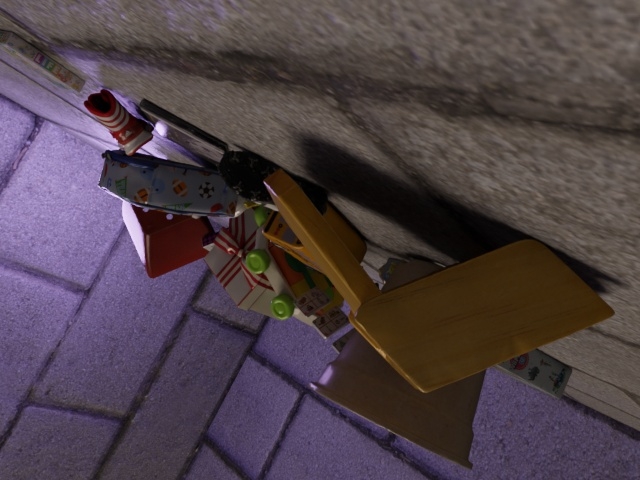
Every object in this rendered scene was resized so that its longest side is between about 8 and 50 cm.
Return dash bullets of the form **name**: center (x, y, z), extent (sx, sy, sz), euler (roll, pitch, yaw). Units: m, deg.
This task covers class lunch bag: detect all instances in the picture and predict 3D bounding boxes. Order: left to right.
- **lunch bag**: center (-0.350, -0.134, 1.341), extent (0.303, 0.115, 0.243), euler (11, -173, -34)

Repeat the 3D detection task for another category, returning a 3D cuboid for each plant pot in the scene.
- **plant pot**: center (-0.507, -0.073, 1.946), extent (0.267, 0.267, 0.235), euler (61, 164, 18)
- **plant pot**: center (0.192, 0.217, 1.127), extent (0.334, 0.305, 0.334), euler (26, 168, 6)

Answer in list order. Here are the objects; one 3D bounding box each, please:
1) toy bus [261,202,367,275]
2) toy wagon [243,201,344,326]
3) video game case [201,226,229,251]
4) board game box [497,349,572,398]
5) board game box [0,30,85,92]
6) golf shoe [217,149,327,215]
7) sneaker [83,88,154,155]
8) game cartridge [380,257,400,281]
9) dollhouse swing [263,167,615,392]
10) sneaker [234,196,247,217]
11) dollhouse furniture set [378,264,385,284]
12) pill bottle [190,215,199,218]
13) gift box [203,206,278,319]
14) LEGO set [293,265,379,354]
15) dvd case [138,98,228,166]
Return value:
- **toy bus**: center (0.000, 0.000, 1.200), extent (0.130, 0.108, 0.333), euler (23, 172, 26)
- **toy wagon**: center (-0.070, 0.035, 1.414), extent (0.344, 0.068, 0.267), euler (61, -149, 3)
- **video game case**: center (-0.243, 0.001, 1.968), extent (0.232, 0.041, 0.210), euler (-22, 153, 18)
- **board game box**: center (0.512, 0.317, 1.654), extent (0.303, 0.097, 0.224), euler (28, 174, -15)
- **board game box**: center (-0.542, -0.342, 1.120), extent (0.103, 0.026, 0.154), euler (23, 172, 41)
- **golf shoe**: center (-0.083, -0.084, 0.997), extent (0.198, 0.077, 0.094), euler (29, 175, 3)
- **sneaker**: center (-0.403, -0.250, 1.171), extent (0.128, 0.087, 0.221), euler (55, 167, -26)
- **game cartridge**: center (0.164, 0.071, 1.302), extent (0.017, 0.056, 0.083), euler (22, 176, -24)
- **dollhouse swing**: center (0.132, 0.014, 0.802), extent (0.347, 0.315, 0.305), euler (75, 173, -82)
- **sneaker**: center (-0.276, -0.127, 1.574), extent (0.212, 0.080, 0.094), euler (24, 162, 44)
- **dollhouse furniture set**: center (0.195, 0.076, 1.450), extent (0.081, 0.091, 0.114), euler (-11, -153, -8)
- **pill bottle**: center (-0.438, -0.162, 1.768), extent (0.215, 0.117, 0.117), euler (28, 174, 0)
- **gift box**: center (-0.164, 0.047, 1.740), extent (0.255, 0.276, 0.258), euler (40, -174, 36)
- **LEGO set**: center (0.081, 0.153, 1.335), extent (0.182, 0.244, 0.060), euler (45, 145, 21)
- **dvd case**: center (-0.248, -0.191, 1.114), extent (0.165, 0.018, 0.221), euler (29, 174, -4)
